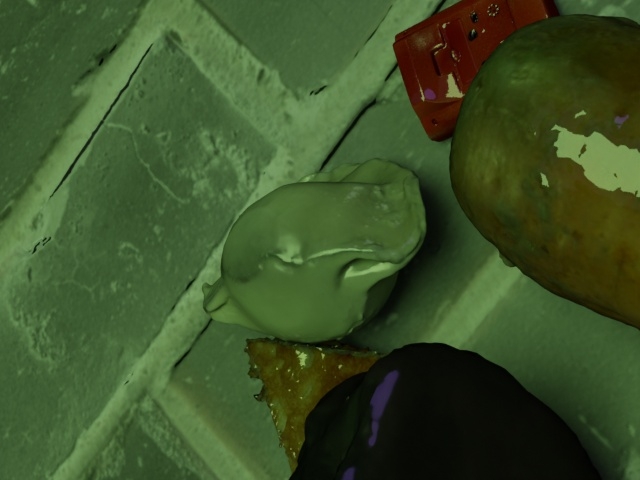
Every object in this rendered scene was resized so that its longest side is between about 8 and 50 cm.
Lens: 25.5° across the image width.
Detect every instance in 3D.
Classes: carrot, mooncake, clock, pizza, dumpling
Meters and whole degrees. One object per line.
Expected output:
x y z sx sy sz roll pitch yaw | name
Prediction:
0.274 -0.036 1.106 0.341 0.224 0.224 29 99 28 | carrot
0.063 0.298 1.115 0.350 0.381 0.212 51 152 -3 | mooncake
0.147 -0.174 1.297 0.155 0.061 0.113 -25 71 25 | clock
0.009 0.146 1.341 0.193 0.053 0.201 49 120 25 | pizza
0.000 0.000 1.323 0.258 0.147 0.193 -15 35 41 | dumpling
